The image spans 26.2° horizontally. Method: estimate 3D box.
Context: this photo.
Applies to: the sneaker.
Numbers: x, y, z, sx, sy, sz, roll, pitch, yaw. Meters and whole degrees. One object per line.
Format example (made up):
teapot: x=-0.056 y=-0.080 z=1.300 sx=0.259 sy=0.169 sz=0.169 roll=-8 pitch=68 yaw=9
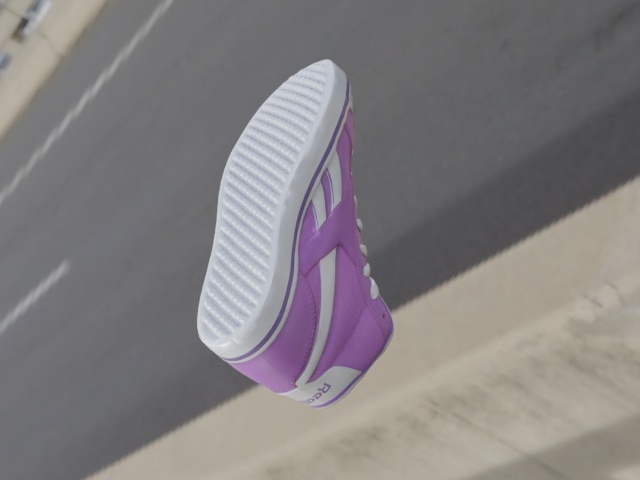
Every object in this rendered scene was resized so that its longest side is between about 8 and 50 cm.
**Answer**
sneaker: x=-0.001 y=0.000 z=1.109 sx=0.102 sy=0.161 sz=0.282 roll=-15 pitch=50 yaw=43
